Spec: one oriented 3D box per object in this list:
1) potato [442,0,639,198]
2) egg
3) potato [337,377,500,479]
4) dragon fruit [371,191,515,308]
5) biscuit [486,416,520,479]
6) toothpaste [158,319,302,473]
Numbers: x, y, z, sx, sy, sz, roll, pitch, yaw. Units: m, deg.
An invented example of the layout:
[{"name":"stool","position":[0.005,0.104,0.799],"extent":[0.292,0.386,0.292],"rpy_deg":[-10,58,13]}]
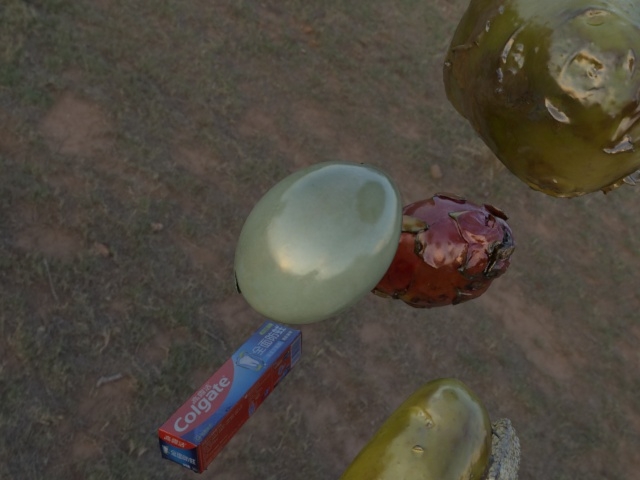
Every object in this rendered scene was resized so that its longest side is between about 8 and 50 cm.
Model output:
[{"name":"potato","position":[0.243,-0.185,0.729],"extent":[0.196,0.247,0.299],"rpy_deg":[-24,43,-39]},{"name":"egg","position":[0.000,0.000,0.867],"extent":[0.253,0.186,0.186],"rpy_deg":[-38,73,-7]},{"name":"potato","position":[0.084,0.286,0.705],"extent":[0.140,0.173,0.300],"rpy_deg":[34,73,16]},{"name":"dragon fruit","position":[0.229,0.024,1.311],"extent":[0.250,0.315,0.251],"rpy_deg":[10,58,-17]},{"name":"biscuit","position":[0.310,0.391,1.169],"extent":[0.082,0.070,0.168],"rpy_deg":[54,31,-14]},{"name":"toothpaste","position":[-0.138,0.248,1.108],"extent":[0.076,0.066,0.320],"rpy_deg":[15,30,22]}]
